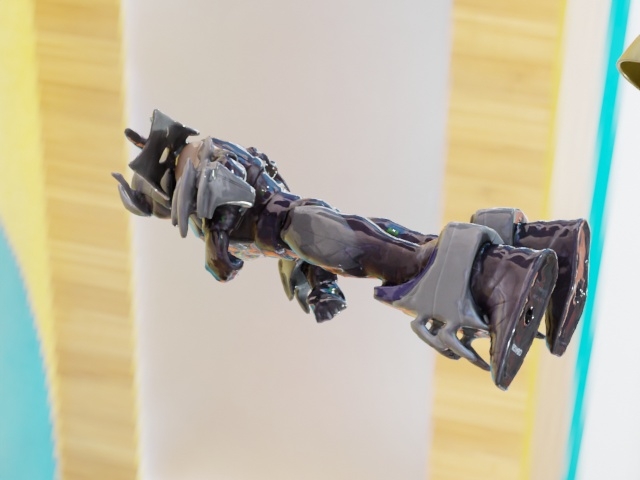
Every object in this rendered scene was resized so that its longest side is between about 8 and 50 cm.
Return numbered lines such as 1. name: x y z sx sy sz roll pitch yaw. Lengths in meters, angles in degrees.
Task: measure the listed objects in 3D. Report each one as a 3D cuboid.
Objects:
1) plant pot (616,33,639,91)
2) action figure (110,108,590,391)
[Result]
1. plant pot: 0.323 -0.154 1.506 0.095 0.134 0.134 -60 162 -3
2. action figure: 0.000 0.000 1.033 0.185 0.285 0.099 12 93 -63
